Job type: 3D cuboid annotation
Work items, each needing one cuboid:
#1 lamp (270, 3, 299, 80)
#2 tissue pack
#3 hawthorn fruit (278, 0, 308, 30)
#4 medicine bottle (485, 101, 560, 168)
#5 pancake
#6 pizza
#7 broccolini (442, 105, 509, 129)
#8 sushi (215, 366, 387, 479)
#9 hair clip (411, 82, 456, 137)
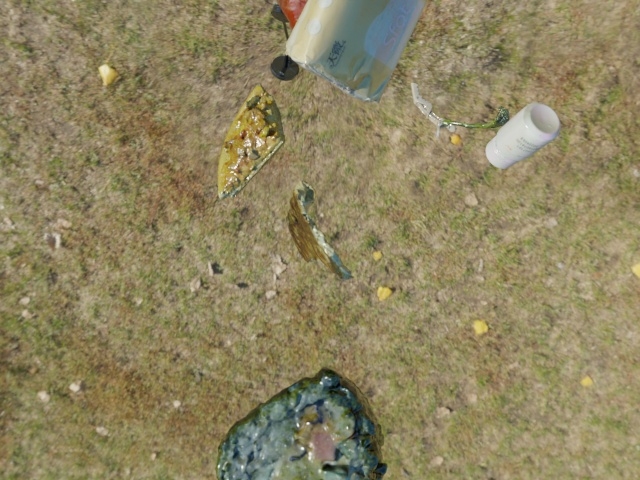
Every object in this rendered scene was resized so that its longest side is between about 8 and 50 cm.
[{"bbox_3d":[-0.130,-0.674,1.673,0.130,0.371,0.108,25,85,-4],"label":"lamp"},{"bbox_3d":[0.063,-0.338,0.713,0.186,0.090,0.222,13,107,-46],"label":"tissue pack"},{"bbox_3d":[0.018,-0.730,1.415,0.272,0.242,0.241,-16,117,39],"label":"hawthorn fruit"},{"bbox_3d":[0.251,-0.129,0.595,0.052,0.089,0.052,5,71,-14],"label":"medicine bottle"},{"bbox_3d":[0.000,0.000,0.971,0.057,0.244,0.266,-34,147,-14],"label":"pancake"},{"bbox_3d":[-0.221,-0.282,1.354,0.087,0.257,0.268,25,123,-35],"label":"pizza"},{"bbox_3d":[0.409,-0.306,1.243,0.052,0.194,0.054,49,60,-32],"label":"broccolini"},{"bbox_3d":[-0.030,0.461,0.994,0.352,0.178,0.294,-36,72,-1],"label":"sushi"},{"bbox_3d":[0.349,-0.429,1.564,0.072,0.034,0.226,-33,74,-8],"label":"hair clip"}]
